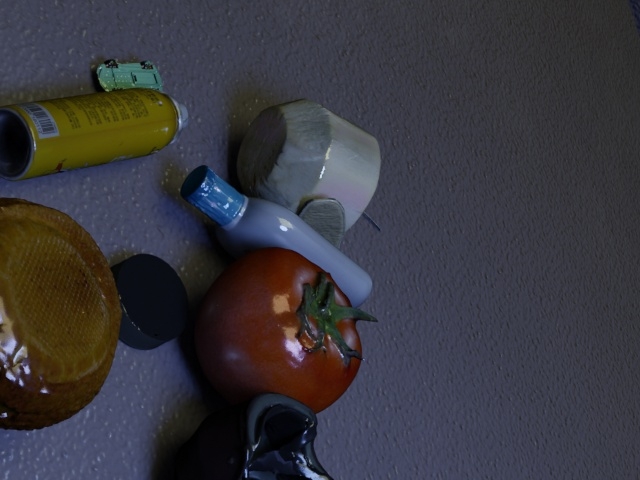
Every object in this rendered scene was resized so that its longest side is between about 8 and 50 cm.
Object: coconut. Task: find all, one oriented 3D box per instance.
[{"bbox_3d":[-0.010,-0.109,2.172,0.241,0.241,0.241,27,51,-39],"label":"coconut"}]

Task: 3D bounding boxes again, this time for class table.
[{"bbox_3d":[-0.250,0.087,1.918,0.133,0.043,0.134,28,50,-38],"label":"table"}]

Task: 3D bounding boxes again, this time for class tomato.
[{"bbox_3d":[-0.060,0.140,1.965,0.255,0.224,0.256,34,41,-35],"label":"tomato"}]

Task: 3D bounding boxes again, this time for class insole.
[{"bbox_3d":[0.000,0.000,2.141,0.248,0.081,0.011,89,0,-60],"label":"insole"}]

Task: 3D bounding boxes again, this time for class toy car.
[{"bbox_3d":[-0.294,-0.244,2.060,0.122,0.035,0.059,-6,75,-42],"label":"toy car"}]

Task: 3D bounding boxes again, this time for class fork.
[{"bbox_3d":[0.076,-0.053,2.411,0.115,0.012,0.016,42,5,-28],"label":"fork"}]

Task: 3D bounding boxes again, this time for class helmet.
[{"bbox_3d":[-0.096,0.366,1.837,0.225,0.177,0.306,-10,88,-62],"label":"helmet"}]

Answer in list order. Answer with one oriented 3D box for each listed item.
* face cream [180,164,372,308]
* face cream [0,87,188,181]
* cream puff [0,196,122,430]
[{"bbox_3d":[-0.077,0.002,2.079,0.336,0.163,0.080,39,58,-29],"label":"face cream"},{"bbox_3d":[-0.318,-0.160,1.928,0.348,0.105,0.105,-18,84,-53],"label":"face cream"},{"bbox_3d":[-0.383,0.094,1.625,0.303,0.212,0.303,39,38,-39],"label":"cream puff"}]
